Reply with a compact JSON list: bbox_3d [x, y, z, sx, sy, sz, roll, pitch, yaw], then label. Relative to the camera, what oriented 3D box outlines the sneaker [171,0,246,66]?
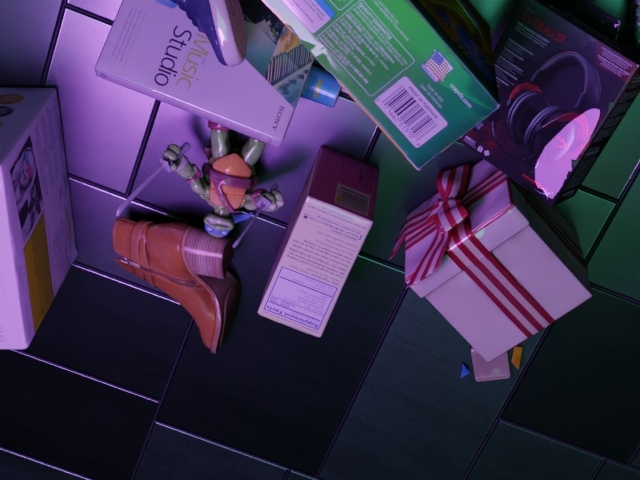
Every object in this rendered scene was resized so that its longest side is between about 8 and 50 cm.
[{"bbox_3d":[-0.232,-0.416,1.761,0.148,0.131,0.350,-23,90,8],"label":"sneaker"}]

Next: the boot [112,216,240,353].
[{"bbox_3d":[-0.269,0.080,2.090,0.220,0.109,0.284,12,138,13],"label":"boot"}]

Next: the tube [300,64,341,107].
[{"bbox_3d":[-0.064,-0.283,1.917,0.207,0.052,0.080,20,106,2],"label":"tube"}]

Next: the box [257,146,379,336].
[{"bbox_3d":[0.000,0.000,1.957,0.117,0.214,0.243,22,117,-5],"label":"box"}]

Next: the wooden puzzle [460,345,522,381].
[{"bbox_3d":[0.323,0.230,2.156,0.116,0.014,0.079,-1,112,6],"label":"wooden puzzle"}]

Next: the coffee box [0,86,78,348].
[{"bbox_3d":[-0.629,-0.047,1.928,0.337,0.334,0.338,1,119,4],"label":"coffee box"}]

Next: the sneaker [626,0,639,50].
[{"bbox_3d":[0.553,-0.381,1.784,0.132,0.086,0.229,-3,116,4],"label":"sneaker"}]

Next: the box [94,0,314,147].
[{"bbox_3d":[-0.171,-0.316,1.837,0.321,0.058,0.232,21,82,-7],"label":"box"}]

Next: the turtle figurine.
[{"bbox_3d":[-0.153,-0.128,1.897,0.197,0.274,0.266,18,96,31],"label":"turtle figurine"}]

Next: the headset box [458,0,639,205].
[{"bbox_3d":[0.372,-0.239,1.811,0.218,0.110,0.293,38,118,19],"label":"headset box"}]

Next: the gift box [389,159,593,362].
[{"bbox_3d":[0.270,0.027,1.925,0.276,0.255,0.258,-37,110,17],"label":"gift box"}]

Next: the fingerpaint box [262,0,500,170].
[{"bbox_3d":[0.065,-0.374,1.672,0.163,0.371,0.445,-37,107,22],"label":"fingerpaint box"}]
